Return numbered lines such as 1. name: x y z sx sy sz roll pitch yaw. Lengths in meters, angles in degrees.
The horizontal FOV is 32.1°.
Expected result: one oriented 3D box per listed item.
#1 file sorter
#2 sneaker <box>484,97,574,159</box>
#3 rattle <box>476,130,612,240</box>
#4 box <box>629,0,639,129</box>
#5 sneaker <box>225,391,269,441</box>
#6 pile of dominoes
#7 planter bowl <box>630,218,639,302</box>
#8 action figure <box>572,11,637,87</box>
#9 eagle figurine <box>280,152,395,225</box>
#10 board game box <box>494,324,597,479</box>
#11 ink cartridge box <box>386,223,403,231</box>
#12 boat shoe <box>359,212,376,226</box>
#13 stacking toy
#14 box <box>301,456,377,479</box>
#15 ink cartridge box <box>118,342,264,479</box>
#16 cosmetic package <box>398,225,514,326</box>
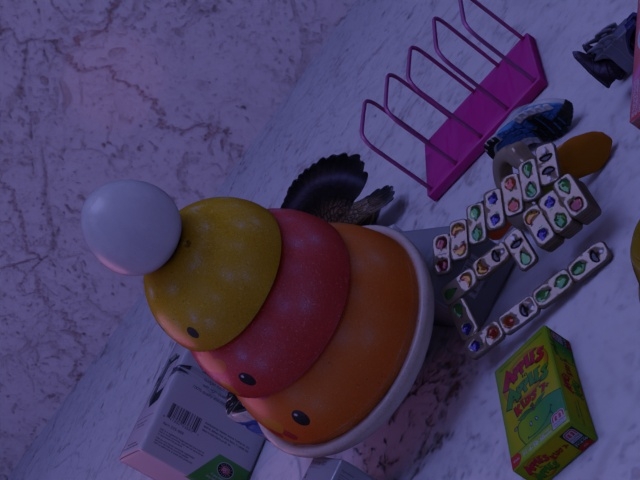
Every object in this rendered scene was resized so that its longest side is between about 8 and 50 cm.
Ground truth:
1. file sorter: 0.224 -0.264 1.965 0.291 0.182 0.202 -48 18 27
2. sneaker: 0.331 -0.191 1.738 0.190 0.071 0.083 -27 28 58
3. rattle: 0.314 -0.082 1.596 0.143 0.130 0.200 -45 -19 -19
4. box: 0.463 -0.227 1.279 0.142 0.154 0.300 -40 24 44
5. sneaker: 0.019 0.227 1.739 0.330 0.147 0.130 -25 36 24
6. pile of dominoes: 0.245 0.007 1.455 0.251 0.040 0.196 -41 52 24
7. planter bowl: 0.392 0.003 1.164 0.217 0.090 0.217 -50 18 22
8. action figure: 0.483 -0.329 1.516 0.285 0.099 0.185 -43 12 28
9. eagle figurine: 0.011 0.002 2.047 0.226 0.225 0.299 170 113 -69
10. board game box: 0.256 0.188 1.284 0.092 0.043 0.181 -49 18 25
11. ink cartridge box: 0.077 0.099 1.867 0.158 0.092 0.218 -24 34 61
12. boat shoe: 0.053 -0.010 2.188 0.178 0.060 0.064 -61 17 -16
13. stacking toy: -0.117 0.057 1.469 0.350 0.479 0.351 -31 43 35
14. box: 0.030 0.355 1.509 0.087 0.102 0.101 -60 16 -18
15. ink cartridge box: -0.206 0.319 2.054 0.121 0.211 0.289 -34 26 55
16. cosmetic package: 0.173 0.055 1.667 0.127 0.107 0.238 -62 15 -11
